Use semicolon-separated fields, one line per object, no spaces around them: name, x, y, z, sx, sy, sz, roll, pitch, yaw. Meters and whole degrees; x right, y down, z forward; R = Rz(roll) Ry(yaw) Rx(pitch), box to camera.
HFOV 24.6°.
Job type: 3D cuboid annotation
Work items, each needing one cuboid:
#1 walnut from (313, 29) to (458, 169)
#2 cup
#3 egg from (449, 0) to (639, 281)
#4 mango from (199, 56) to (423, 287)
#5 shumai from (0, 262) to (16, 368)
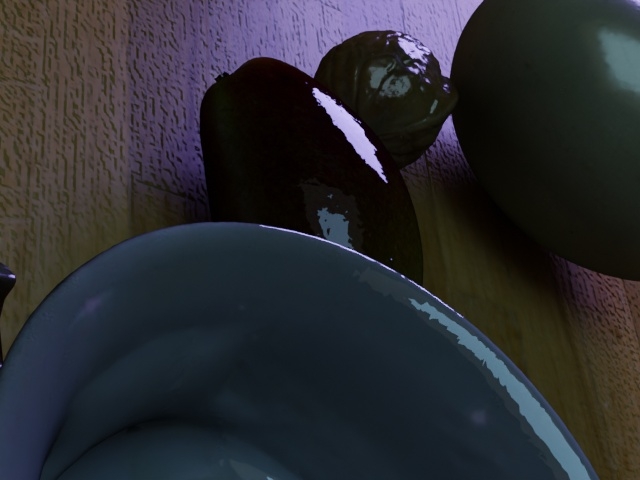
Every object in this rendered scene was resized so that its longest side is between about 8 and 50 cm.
walnut;0.044;-0.097;1.028;0.105;0.105;0.124;47;38;3
cup;-0.024;0.176;0.676;0.347;0.163;0.347;23;44;-24
egg;0.204;-0.084;1.084;0.188;0.188;0.253;-27;80;-50
mango;0.000;0.000;0.897;0.133;0.111;0.267;16;51;-47
shumai;-0.274;0.037;0.630;0.272;0.203;0.222;-3;48;0
